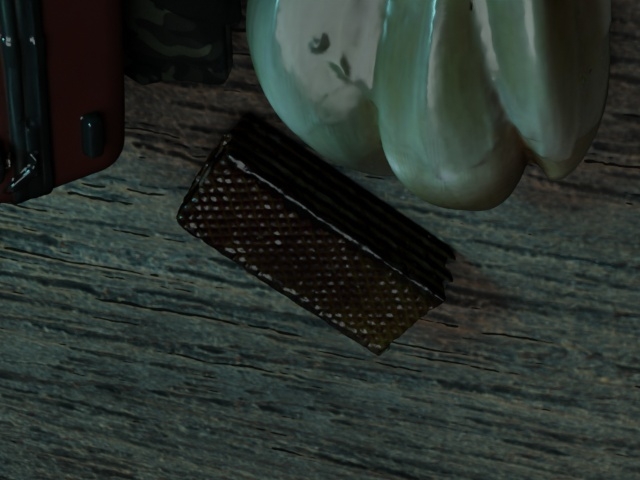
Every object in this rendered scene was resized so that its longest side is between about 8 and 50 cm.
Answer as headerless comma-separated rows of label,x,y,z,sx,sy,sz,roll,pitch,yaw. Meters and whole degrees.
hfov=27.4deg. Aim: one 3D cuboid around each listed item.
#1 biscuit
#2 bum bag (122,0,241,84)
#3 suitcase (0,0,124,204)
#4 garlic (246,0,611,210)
biscuit,0.000,0.000,1.172,0.252,0.070,0.106,34,131,-11
bum bag,-0.113,-0.250,0.989,0.144,0.095,0.340,29,132,15
suitcase,-0.254,-0.195,0.983,0.236,0.161,0.297,48,147,39
garlic,0.076,-0.148,0.992,0.279,0.132,0.325,13,126,18
